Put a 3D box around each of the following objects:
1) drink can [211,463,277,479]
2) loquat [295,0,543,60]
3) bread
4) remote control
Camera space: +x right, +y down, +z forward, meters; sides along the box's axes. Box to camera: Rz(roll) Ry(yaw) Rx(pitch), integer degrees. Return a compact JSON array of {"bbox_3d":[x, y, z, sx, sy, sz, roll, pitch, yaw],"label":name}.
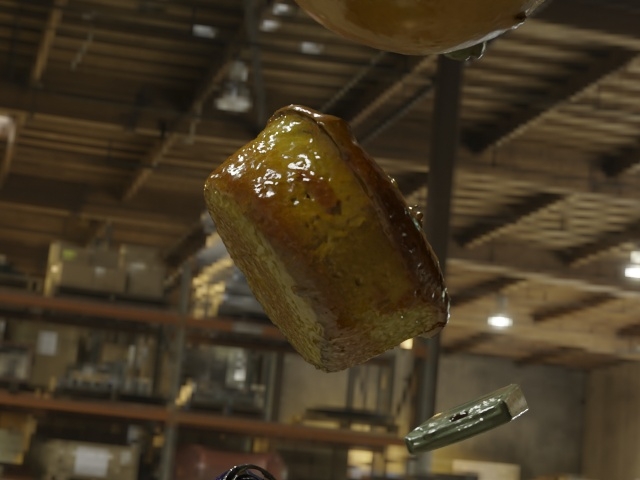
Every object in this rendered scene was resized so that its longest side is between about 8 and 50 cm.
[{"bbox_3d":[-0.142,0.328,1.525,0.097,0.097,0.235,16,-39,-41],"label":"drink can"},{"bbox_3d":[0.100,-0.311,1.305,0.328,0.328,0.359,0,-45,22],"label":"loquat"},{"bbox_3d":[0.000,0.000,1.295,0.146,0.268,0.268,-34,-4,-15],"label":"bread"},{"bbox_3d":[0.169,0.206,1.582,0.123,0.038,0.285,-22,-6,8],"label":"remote control"}]
